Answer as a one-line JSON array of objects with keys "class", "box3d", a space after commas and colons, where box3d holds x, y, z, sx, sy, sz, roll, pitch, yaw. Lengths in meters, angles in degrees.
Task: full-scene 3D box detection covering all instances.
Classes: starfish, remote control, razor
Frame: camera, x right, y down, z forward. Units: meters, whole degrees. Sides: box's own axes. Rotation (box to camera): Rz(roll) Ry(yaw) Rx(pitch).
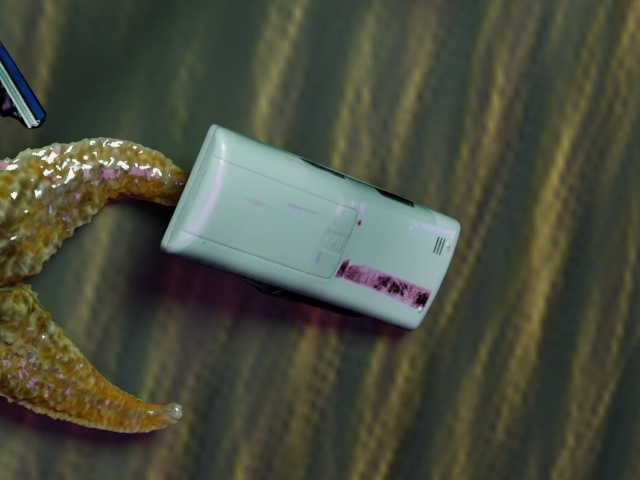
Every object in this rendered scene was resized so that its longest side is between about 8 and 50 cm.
[{"class": "starfish", "box3d": [-0.142, -0.010, 0.784, 0.247, 0.050, 0.138, 31, 92, -33]}, {"class": "remote control", "box3d": [0.000, 0.000, 0.826, 0.166, 0.029, 0.065, 20, 94, -42]}, {"class": "razor", "box3d": [-0.184, -0.025, 0.717, 0.154, 0.028, 0.044, -36, 121, -9]}]
